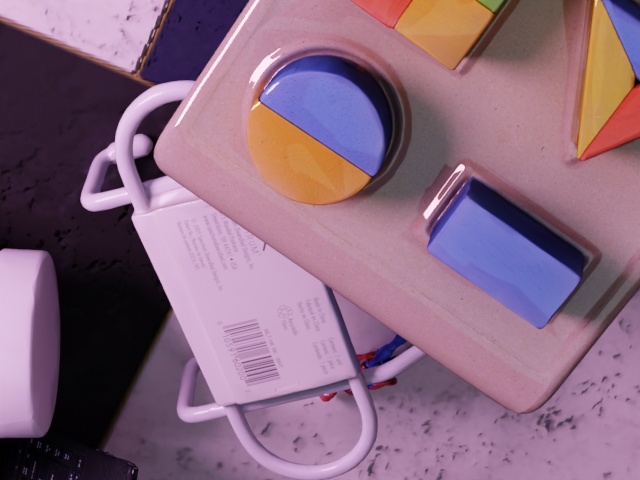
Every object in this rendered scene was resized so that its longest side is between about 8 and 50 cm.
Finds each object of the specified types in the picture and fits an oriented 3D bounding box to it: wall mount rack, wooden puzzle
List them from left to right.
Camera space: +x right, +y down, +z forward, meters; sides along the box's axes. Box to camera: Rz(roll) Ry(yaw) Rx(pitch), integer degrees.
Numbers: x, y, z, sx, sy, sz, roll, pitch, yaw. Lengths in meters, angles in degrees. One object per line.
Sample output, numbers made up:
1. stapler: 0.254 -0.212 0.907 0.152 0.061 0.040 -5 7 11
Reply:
1. wall mount rack: 0.000 0.000 1.365 0.304 0.130 0.350 -14 118 13
2. wooden puzzle: 0.099 -0.082 1.175 0.322 0.080 0.348 34 114 -4

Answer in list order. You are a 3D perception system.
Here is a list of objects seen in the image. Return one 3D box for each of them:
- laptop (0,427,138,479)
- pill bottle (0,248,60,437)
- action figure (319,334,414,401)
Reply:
1. laptop: -0.294 0.255 1.447 0.136 0.264 0.234 11 92 -43
2. pill bottle: -0.371 0.075 1.371 0.333 0.188 0.188 1 119 0
3. action figure: 0.047 0.100 1.470 0.115 0.030 0.038 -30 119 19
